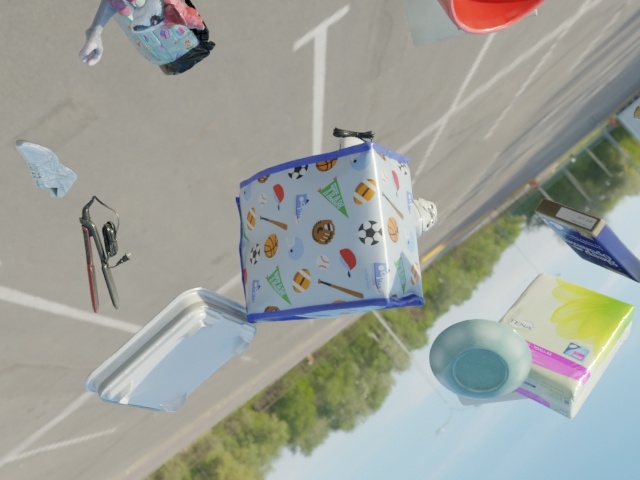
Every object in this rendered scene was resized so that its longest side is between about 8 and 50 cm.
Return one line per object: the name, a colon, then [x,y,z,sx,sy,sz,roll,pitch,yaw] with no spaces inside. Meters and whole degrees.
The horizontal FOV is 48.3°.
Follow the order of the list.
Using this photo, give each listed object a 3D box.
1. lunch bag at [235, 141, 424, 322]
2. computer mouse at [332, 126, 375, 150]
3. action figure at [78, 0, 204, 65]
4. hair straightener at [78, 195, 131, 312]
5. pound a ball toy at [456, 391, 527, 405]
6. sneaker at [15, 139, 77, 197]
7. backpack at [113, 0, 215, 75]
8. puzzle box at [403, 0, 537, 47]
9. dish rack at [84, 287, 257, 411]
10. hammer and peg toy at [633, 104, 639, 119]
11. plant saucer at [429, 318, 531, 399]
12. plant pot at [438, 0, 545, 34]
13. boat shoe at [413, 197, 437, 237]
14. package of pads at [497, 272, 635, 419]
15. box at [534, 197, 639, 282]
lunch bag: [0.000,0.000,1.493,0.385,0.328,0.239,-11,169,29]
computer mouse: [0.080,-0.236,1.723,0.193,0.106,0.042,-84,-174,-64]
action figure: [-0.275,-0.399,0.882,0.275,0.370,0.248,-51,-174,-11]
hair straightener: [-0.417,0.025,1.405,0.089,0.230,0.047,-7,-174,-10]
pound a ball toy: [0.532,0.332,1.893,0.319,0.135,0.208,-17,-159,36]
sneaker: [-0.506,-0.130,1.312,0.061,0.054,0.152,-69,153,-21]
backpack: [-0.285,-0.379,1.245,0.115,0.182,0.152,-44,-155,-16]
puzzle box: [0.283,-0.641,1.504,0.272,0.409,0.052,-9,-162,20]
dish rack: [-0.300,0.254,1.528,0.333,0.072,0.285,-42,148,7]
hammer and peg toy: [0.548,-0.261,0.903,0.127,0.266,0.361,-19,116,-56]
plant saucer: [0.305,0.240,1.366,0.195,0.195,0.037,-43,-166,27]
plant pot: [0.241,-0.502,1.106,0.275,0.243,0.275,-27,153,-15]
boat shoe: [0.232,-0.064,1.677,0.084,0.095,0.258,-9,-168,3]
package of pads: [0.500,0.213,1.534,0.296,0.229,0.101,-40,136,-32]
box: [0.501,0.009,1.297,0.036,0.225,0.136,-56,-146,0]
